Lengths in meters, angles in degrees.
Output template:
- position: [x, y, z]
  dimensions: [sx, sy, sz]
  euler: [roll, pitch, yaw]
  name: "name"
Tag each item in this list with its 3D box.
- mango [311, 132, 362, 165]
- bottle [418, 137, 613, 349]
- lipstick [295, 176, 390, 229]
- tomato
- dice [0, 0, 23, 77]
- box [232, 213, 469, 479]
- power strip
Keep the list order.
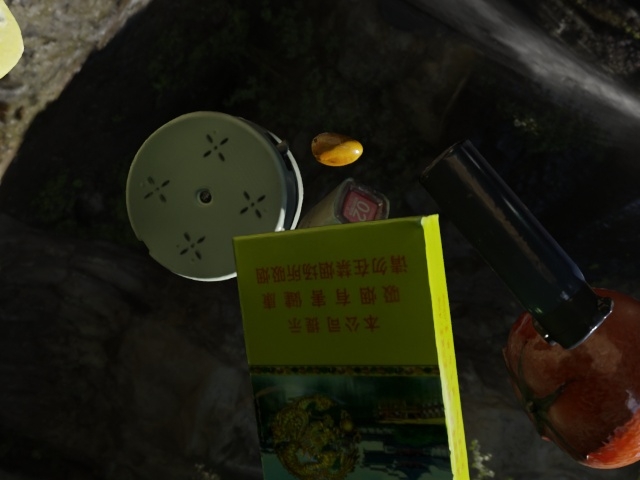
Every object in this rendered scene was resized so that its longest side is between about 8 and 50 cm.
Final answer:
- position: [0.037, -0.205, 1.470]
  dimensions: [0.080, 0.114, 0.060]
  euler: [110, -8, -63]
  name: "mango"
- position: [0.205, 0.006, 0.709]
  dimensions: [0.082, 0.244, 0.072]
  euler: [-44, 169, 25]
  name: "bottle"
- position: [0.000, 0.000, 0.949]
  dimensions: [0.253, 0.077, 0.079]
  euler: [-37, -152, 57]
  name: "lipstick"
- position: [0.414, 0.196, 0.984]
  dimensions: [0.265, 0.265, 0.265]
  euler: [-45, -154, 30]
  name: "tomato"
- position: [-0.627, -0.340, 1.108]
  dimensions: [0.166, 0.169, 0.169]
  euler: [-15, -141, 18]
  name: "dice"
- position: [0.029, 0.152, 0.574]
  dimensions: [0.187, 0.047, 0.335]
  euler: [-6, -87, 28]
  name: "box"
- position: [-0.202, -0.096, 1.353]
  dimensions: [0.357, 0.357, 0.161]
  euler: [-54, 175, 11]
  name: "power strip"
